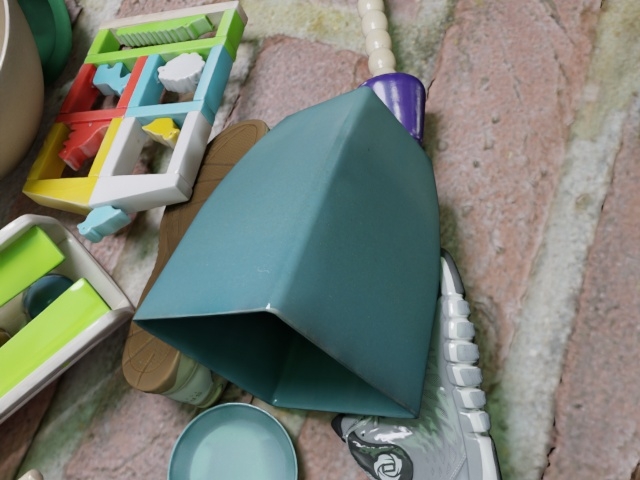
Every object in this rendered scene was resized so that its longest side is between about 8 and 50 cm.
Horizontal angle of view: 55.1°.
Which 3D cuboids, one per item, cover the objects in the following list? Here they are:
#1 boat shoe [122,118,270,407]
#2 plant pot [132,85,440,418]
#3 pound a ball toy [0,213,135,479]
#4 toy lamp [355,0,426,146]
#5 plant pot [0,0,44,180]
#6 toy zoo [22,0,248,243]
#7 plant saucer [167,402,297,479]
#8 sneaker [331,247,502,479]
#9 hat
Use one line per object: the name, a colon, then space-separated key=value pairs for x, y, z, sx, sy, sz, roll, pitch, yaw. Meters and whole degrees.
boat shoe: x=-0.101 y=0.015 z=0.599 sx=0.104 sy=0.089 sz=0.285 roll=2 pitch=65 yaw=39
plant pot: x=0.000 y=0.000 z=0.510 sx=0.166 sy=0.165 sz=0.234 roll=-9 pitch=50 yaw=44
pound a ball toy: x=-0.317 y=0.156 z=0.572 sx=0.319 sy=0.136 sz=0.208 roll=-41 pitch=93 yaw=-6
toy lamp: x=0.058 y=-0.212 z=0.650 sx=0.080 sy=0.080 sz=0.274 roll=-11 pitch=66 yaw=7
plant pot: x=-0.414 y=-0.153 z=0.647 sx=0.284 sy=0.191 sz=0.284 roll=-1 pitch=75 yaw=3
toy zoo: x=-0.199 y=-0.132 z=0.654 sx=0.192 sy=0.030 sz=0.293 roll=1 pitch=61 yaw=22
plant saucer: x=-0.077 y=0.207 z=0.546 sx=0.119 sy=0.021 sz=0.119 roll=-4 pitch=69 yaw=10
sneaker: x=0.069 y=0.120 z=0.519 sx=0.132 sy=0.086 sz=0.228 roll=-10 pitch=69 yaw=10
hat: x=-0.364 y=-0.311 z=0.794 sx=0.173 sy=0.183 sz=0.208 roll=-14 pitch=111 yaw=18
